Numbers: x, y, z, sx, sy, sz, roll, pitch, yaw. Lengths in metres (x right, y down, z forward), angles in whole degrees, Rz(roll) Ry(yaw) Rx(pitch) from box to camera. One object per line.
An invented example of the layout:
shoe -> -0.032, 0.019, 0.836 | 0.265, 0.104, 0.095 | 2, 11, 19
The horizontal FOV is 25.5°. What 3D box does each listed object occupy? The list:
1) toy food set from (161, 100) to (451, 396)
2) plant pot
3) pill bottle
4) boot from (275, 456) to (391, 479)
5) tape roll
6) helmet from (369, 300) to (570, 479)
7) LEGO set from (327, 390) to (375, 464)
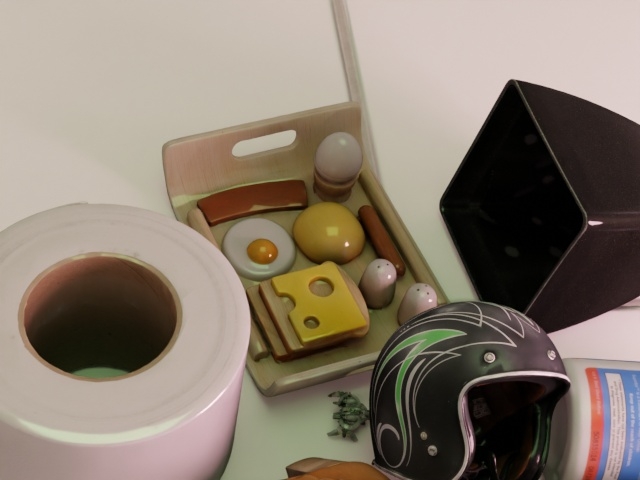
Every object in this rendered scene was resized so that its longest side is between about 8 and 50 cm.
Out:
toy food set -> 0.000, 0.000, 1.368 | 0.220, 0.092, 0.306 | -14, 54, -20
plant pot -> 0.251, -0.027, 1.384 | 0.167, 0.187, 0.188 | 0, 49, -25
pill bottle -> 0.315, 0.171, 1.258 | 0.222, 0.124, 0.124 | 4, 50, -5
boot -> -0.018, 0.233, 1.135 | 0.197, 0.073, 0.152 | -29, 19, -31
tape roll -> -0.187, 0.112, 1.196 | 0.246, 0.169, 0.246 | 5, 51, -6
helmet -> 0.125, 0.131, 1.213 | 0.169, 0.169, 0.161 | 14, 89, 2
LEGO set -> 0.037, 0.164, 1.282 | 0.083, 0.023, 0.054 | 30, 52, 15
